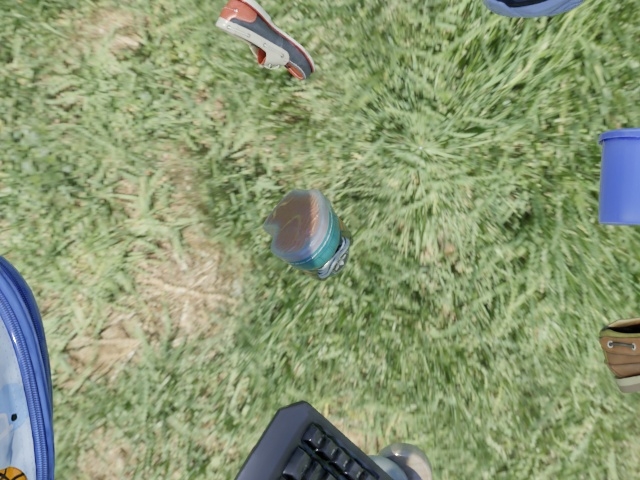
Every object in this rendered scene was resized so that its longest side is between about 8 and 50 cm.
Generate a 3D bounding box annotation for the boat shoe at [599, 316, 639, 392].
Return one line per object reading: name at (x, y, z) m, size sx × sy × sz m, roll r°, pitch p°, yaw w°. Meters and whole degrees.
boat shoe at (0.519, 0.133, 1.441) m, size 0.307 × 0.111 × 0.104 m, roll -30°, pitch 87°, yaw 48°

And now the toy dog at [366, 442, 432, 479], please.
toy dog at (-0.002, 0.377, 1.309) m, size 0.161 × 0.220 × 0.333 m, roll 39°, pitch 84°, yaw 2°

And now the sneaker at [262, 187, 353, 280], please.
sneaker at (0.000, 0.000, 1.449) m, size 0.121 × 0.302 × 0.108 m, roll 40°, pitch 93°, yaw -12°

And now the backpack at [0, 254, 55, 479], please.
backpack at (-0.271, 0.104, 0.582) m, size 0.263 × 0.213 × 0.276 m, roll 8°, pitch 111°, yaw 35°

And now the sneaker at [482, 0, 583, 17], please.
sneaker at (0.294, -0.350, 1.134) m, size 0.269 × 0.153 × 0.101 m, roll -17°, pitch 58°, yaw 16°

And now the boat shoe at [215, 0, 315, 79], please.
boat shoe at (-0.057, -0.208, 1.088) m, size 0.049 × 0.137 × 0.043 m, roll 21°, pitch 78°, yaw 44°

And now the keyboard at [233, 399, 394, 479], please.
keyboard at (-0.037, 0.269, 0.571) m, size 0.201 × 0.033 × 0.317 m, roll 49°, pitch 62°, yaw -37°

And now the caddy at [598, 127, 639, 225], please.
caddy at (0.543, -0.095, 1.402) m, size 0.341 × 0.241 × 0.179 m, roll 7°, pitch 91°, yaw 50°
